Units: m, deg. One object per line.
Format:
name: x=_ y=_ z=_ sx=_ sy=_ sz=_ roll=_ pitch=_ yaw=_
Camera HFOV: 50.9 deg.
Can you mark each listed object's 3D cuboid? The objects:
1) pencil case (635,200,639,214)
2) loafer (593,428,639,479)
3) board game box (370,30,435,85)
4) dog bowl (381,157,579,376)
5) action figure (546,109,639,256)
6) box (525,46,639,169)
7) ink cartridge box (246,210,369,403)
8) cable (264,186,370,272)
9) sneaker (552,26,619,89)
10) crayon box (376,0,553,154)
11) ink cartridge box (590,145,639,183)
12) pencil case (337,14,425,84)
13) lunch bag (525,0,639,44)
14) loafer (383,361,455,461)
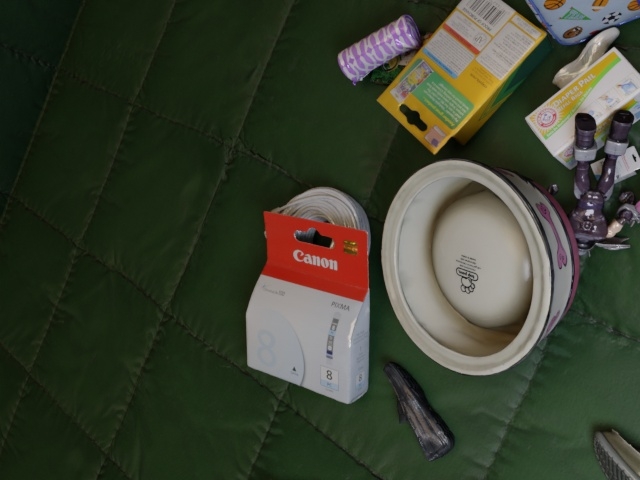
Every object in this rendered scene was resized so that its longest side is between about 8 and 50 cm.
pencil case: x=0.649 y=0.032 z=1.135 sx=0.124 sy=0.124 sz=0.284 roll=-30 pitch=65 yaw=28
loafer: x=0.570 y=0.414 z=1.137 sx=0.087 sy=0.094 sz=0.251 roll=-29 pitch=45 yaw=-12
board game box: x=0.244 y=-0.416 z=1.562 sx=0.260 sy=0.030 sz=0.136 roll=17 pitch=94 yaw=36
dog bowl: x=0.305 y=0.042 z=1.286 sx=0.408 sy=0.150 sz=0.408 roll=16 pitch=110 yaw=50
action figure: x=0.500 y=-0.090 z=1.235 sx=0.185 sy=0.099 sz=0.285 roll=4 pitch=120 yaw=8
box: x=0.515 y=-0.246 z=1.283 sx=0.203 sy=0.114 sz=0.103 roll=-40 pitch=60 yaw=24
ink cartridge box: x=-0.036 y=0.147 z=1.536 sx=0.308 sy=0.091 sz=0.385 roll=12 pitch=112 yaw=36
cable: x=0.000 y=0.000 z=1.622 sx=0.257 sy=0.089 sz=0.257 roll=-30 pitch=66 yaw=28
sneaker: x=0.536 y=-0.351 z=1.331 sx=0.152 sy=0.054 sz=0.061 roll=-48 pitch=67 yaw=26
crayon box: x=0.303 y=-0.355 z=1.441 sx=0.323 sy=0.083 sz=0.203 roll=-48 pitch=63 yaw=15
ink cartridge box: x=0.565 y=-0.139 z=1.279 sx=0.083 sy=0.028 sz=0.048 roll=-26 pitch=68 yaw=30
pencil case: x=0.138 y=-0.445 z=1.576 sx=0.206 sy=0.086 sz=0.088 roll=-23 pitch=103 yaw=33
lunch bag: x=0.500 y=-0.492 z=1.223 sx=0.243 sy=0.303 sz=0.115 roll=-16 pitch=68 yaw=32
loafer: x=0.193 y=0.358 z=1.422 sx=0.078 sy=0.076 sz=0.223 roll=-41 pitch=64 yaw=14
